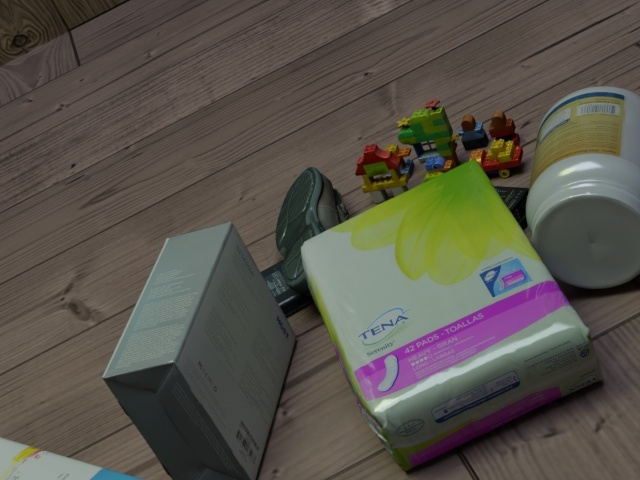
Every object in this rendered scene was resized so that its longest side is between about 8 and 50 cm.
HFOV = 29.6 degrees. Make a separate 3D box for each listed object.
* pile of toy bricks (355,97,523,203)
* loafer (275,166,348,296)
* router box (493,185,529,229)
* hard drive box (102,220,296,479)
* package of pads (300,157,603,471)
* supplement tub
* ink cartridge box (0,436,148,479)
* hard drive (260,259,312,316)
[{"bbox_3d":[0.149,-0.131,1.557,0.212,0.105,0.118,-10,34,25],"label":"pile of toy bricks"},{"bbox_3d":[0.000,0.000,1.520,0.096,0.084,0.267,-51,19,22],"label":"loafer"},{"bbox_3d":[0.183,-0.014,1.421,0.092,0.038,0.122,8,44,42],"label":"router box"},{"bbox_3d":[-0.120,0.124,1.301,0.089,0.181,0.232,-14,32,23],"label":"hard drive box"},{"bbox_3d":[0.119,0.071,1.245,0.229,0.101,0.296,-25,41,2],"label":"package of pads"},{"bbox_3d":[0.296,-0.058,1.297,0.144,0.144,0.200,-11,34,24],"label":"supplement tub"},{"bbox_3d":[-0.255,0.322,1.083,0.270,0.197,0.198,5,43,41],"label":"ink cartridge box"},{"bbox_3d":[-0.085,0.079,1.495,0.135,0.022,0.094,-28,31,-4],"label":"hard drive"}]
